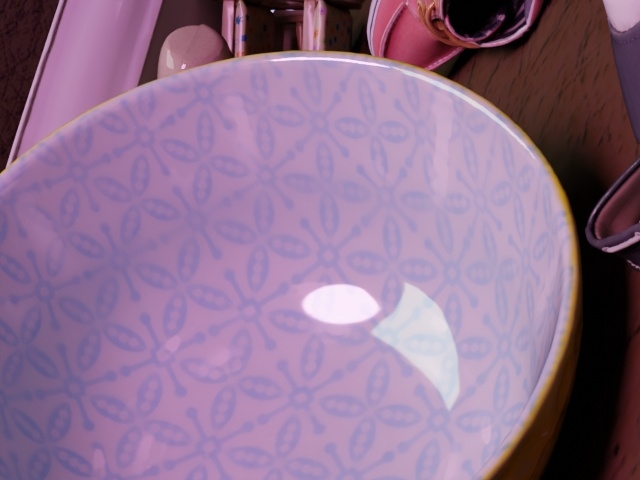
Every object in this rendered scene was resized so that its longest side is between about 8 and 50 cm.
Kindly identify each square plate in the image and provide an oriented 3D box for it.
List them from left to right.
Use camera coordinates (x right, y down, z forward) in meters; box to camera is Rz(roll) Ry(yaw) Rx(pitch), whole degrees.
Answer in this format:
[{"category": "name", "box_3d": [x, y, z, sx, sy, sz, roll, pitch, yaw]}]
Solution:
[{"category": "square plate", "box_3d": [-0.095, -0.048, 1.194, 0.347, 0.049, 0.344, 55, -136, -57]}]

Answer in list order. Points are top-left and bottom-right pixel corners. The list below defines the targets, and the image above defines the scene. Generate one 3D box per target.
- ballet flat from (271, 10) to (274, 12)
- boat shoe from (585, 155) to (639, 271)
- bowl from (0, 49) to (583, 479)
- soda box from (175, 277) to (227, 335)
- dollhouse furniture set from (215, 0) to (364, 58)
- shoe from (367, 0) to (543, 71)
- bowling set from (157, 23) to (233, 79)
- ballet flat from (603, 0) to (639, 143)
[{"category": "ballet flat", "box_3d": [-0.017, -0.269, 1.431, 0.147, 0.147, 0.408, -111, 44, -70]}, {"category": "boat shoe", "box_3d": [0.135, -0.029, 0.596, 0.125, 0.038, 0.046, 127, 158, -54]}, {"category": "bowl", "box_3d": [-0.021, 0.074, 0.739, 0.156, 0.290, 0.289, 67, -157, -47]}, {"category": "soda box", "box_3d": [0.000, 0.000, 0.883, 0.169, 0.053, 0.060, -37, 3, -19]}, {"category": "dollhouse furniture set", "box_3d": [-0.003, -0.077, 1.211, 0.161, 0.101, 0.181, 1, -89, -68]}, {"category": "shoe", "box_3d": [0.072, -0.129, 0.935, 0.178, 0.063, 0.081, -50, 19, 47]}, {"category": "bowling set", "box_3d": [-0.046, 0.027, 0.997, 0.154, 0.200, 0.287, 89, -155, -50]}, {"category": "ballet flat", "box_3d": [0.141, -0.137, 0.652, 0.074, 0.074, 0.203, -111, 41, -70]}]
